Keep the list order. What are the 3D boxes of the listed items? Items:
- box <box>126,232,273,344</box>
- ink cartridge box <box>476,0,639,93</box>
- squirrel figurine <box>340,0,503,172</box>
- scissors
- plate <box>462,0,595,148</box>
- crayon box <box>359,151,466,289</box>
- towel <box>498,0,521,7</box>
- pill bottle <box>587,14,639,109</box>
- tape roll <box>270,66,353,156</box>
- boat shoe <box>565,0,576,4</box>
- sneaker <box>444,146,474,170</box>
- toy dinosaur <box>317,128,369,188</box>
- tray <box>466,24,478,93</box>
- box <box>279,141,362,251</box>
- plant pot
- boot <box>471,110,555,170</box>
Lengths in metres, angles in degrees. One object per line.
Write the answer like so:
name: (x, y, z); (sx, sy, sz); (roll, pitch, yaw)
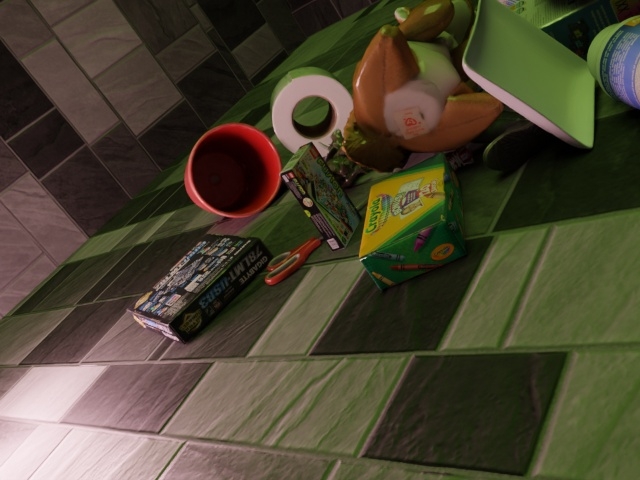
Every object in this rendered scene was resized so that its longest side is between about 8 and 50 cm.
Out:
box: (-0.296, 0.104, 1.602); (0.295, 0.073, 0.293); (-46, 24, -24)
ink cartridge box: (0.518, -0.459, 1.483); (0.396, 0.151, 0.270); (-20, 27, 29)
squirrel figurine: (0.195, -0.349, 1.430); (0.397, 0.281, 0.370); (126, 164, -48)
scissors: (0.000, 0.000, 1.470); (0.297, 0.021, 0.109); (-33, 20, 1)
plate: (0.381, -0.308, 1.221); (0.045, 0.277, 0.278); (-50, 13, 47)
crayon box: (0.171, -0.043, 1.224); (0.165, 0.081, 0.278); (-25, 24, 22)
towel: (0.602, -0.617, 1.725); (0.210, 0.034, 0.285); (-10, 28, -8)
pill bottle: (0.551, -0.288, 1.090); (0.152, 0.152, 0.272); (-32, 23, 8)
tape roll: (-0.025, -0.382, 1.977); (0.246, 0.246, 0.169); (-32, 21, 7)
boat shoe: (0.525, -0.549, 1.281); (0.187, 0.156, 0.500); (-34, 8, 10)
sneaker: (0.271, -0.154, 1.361); (0.067, 0.042, 0.118); (-19, 25, 42)
toy dinosaur: (0.044, -0.169, 1.659); (0.160, 0.121, 0.313); (-32, 24, 42)
tray: (0.398, -0.485, 1.812); (0.203, 0.076, 0.411); (-6, 37, 51)
box: (0.004, -0.091, 1.392); (0.036, 0.207, 0.114); (-18, 28, 36)
plant pot: (-0.280, -0.192, 1.962); (0.275, 0.275, 0.243); (-43, 15, -20)
boot: (0.346, -0.207, 1.322); (0.190, 0.076, 0.208); (-27, 26, -17)
